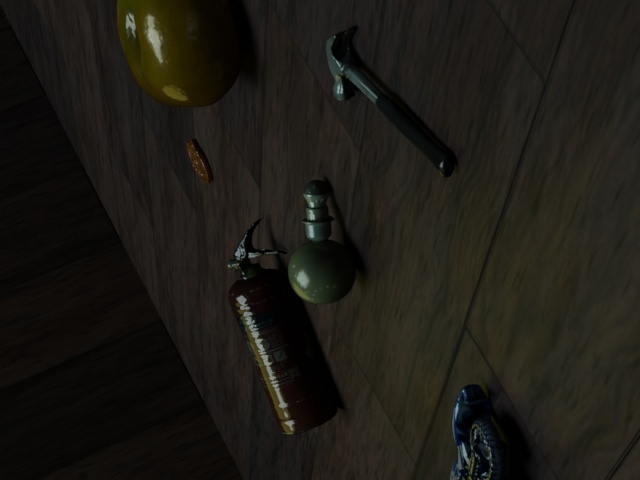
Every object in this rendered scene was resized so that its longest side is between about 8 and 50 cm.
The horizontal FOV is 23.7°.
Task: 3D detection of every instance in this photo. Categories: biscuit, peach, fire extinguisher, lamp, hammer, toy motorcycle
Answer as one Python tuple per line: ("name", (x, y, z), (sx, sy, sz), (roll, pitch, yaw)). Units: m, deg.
("biscuit", (-0.214, -0.140, 2.662), (0.091, 0.015, 0.078), (42, 152, 57))
("peach", (-0.200, -0.305, 2.122), (0.251, 0.153, 0.251), (171, 90, -67))
("fire extinguisher", (-0.064, 0.132, 2.423), (0.138, 0.102, 0.344), (-11, 103, 42))
("lamp", (0.000, 0.000, 2.021), (0.091, 0.091, 0.163), (-149, 54, -66))
("hammer", (0.073, -0.145, 1.628), (0.246, 0.029, 0.103), (49, 158, 45))
("toy motorcycle", (0.183, 0.288, 1.792), (0.135, 0.092, 0.254), (-117, 21, -51))
